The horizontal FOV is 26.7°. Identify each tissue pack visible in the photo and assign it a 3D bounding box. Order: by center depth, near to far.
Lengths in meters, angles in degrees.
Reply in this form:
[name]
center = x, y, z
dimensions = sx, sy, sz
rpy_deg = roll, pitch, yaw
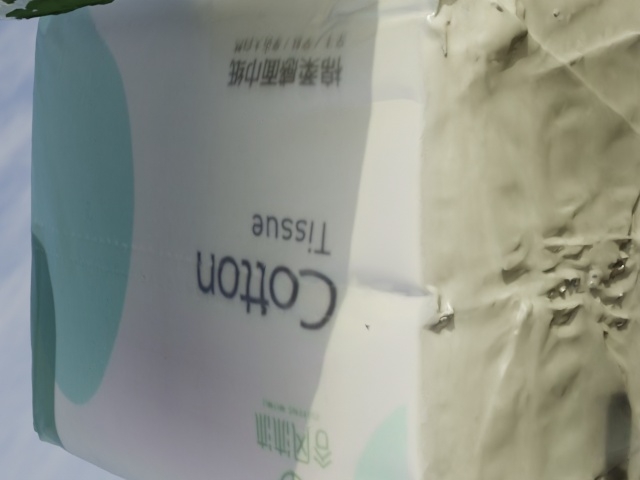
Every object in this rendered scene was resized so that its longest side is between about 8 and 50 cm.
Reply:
[tissue pack]
center = -0.001, 0.000, 0.675
dimensions = 0.194, 0.356, 0.266
rpy_deg = -3, -82, -36

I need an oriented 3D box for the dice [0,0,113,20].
[dice]
center = -0.187, -0.261, 0.470
dimensions = 0.318, 0.322, 0.330
rpy_deg = 159, 109, -75
